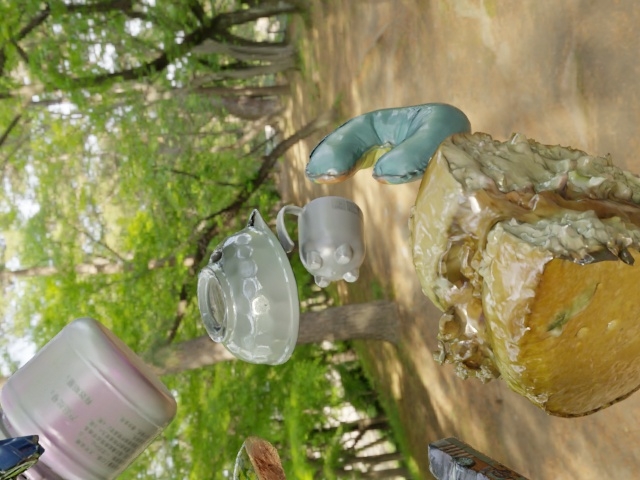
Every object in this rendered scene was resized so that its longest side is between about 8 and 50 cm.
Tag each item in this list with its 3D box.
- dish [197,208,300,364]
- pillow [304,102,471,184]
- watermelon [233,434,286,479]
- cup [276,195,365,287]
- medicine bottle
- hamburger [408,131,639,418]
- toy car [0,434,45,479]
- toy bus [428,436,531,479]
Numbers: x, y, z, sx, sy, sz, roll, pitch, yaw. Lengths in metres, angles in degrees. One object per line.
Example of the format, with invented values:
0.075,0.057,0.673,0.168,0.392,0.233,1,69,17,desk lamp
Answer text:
-0.154,0.107,1.238,0.303,0.120,0.303,23,117,55,dish
0.091,-0.129,0.903,0.214,0.233,0.086,-36,-59,-42,pillow
-0.109,0.377,1.043,0.087,0.069,0.163,43,-174,-17,watermelon
0.012,-0.002,1.267,0.173,0.134,0.142,49,-152,-40,cup
-0.440,0.322,1.128,0.256,0.325,0.256,41,167,12,medicine bottle
0.266,0.048,0.750,0.268,0.445,0.287,51,126,41,hamburger
-0.351,0.231,0.570,0.063,0.216,0.103,54,159,7,toy car
0.378,0.527,1.356,0.408,0.092,0.093,16,111,58,toy bus
